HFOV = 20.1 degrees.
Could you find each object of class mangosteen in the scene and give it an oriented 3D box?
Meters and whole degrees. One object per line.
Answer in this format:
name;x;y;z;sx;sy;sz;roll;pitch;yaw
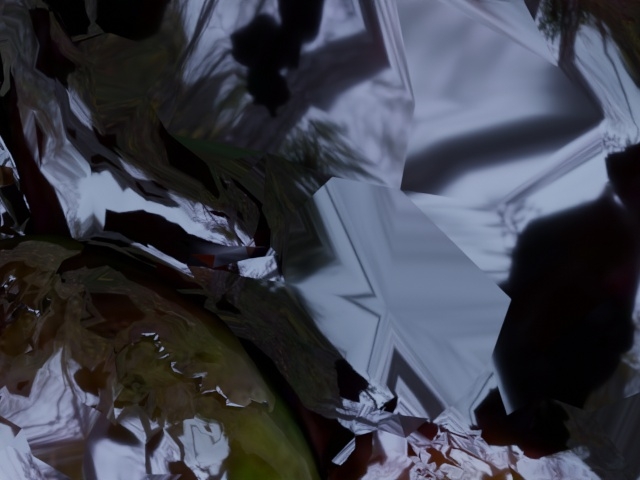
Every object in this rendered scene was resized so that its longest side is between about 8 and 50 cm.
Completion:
mangosteen;-0.002;-0.010;0.678;0.381;0.421;0.381;51;173;9
